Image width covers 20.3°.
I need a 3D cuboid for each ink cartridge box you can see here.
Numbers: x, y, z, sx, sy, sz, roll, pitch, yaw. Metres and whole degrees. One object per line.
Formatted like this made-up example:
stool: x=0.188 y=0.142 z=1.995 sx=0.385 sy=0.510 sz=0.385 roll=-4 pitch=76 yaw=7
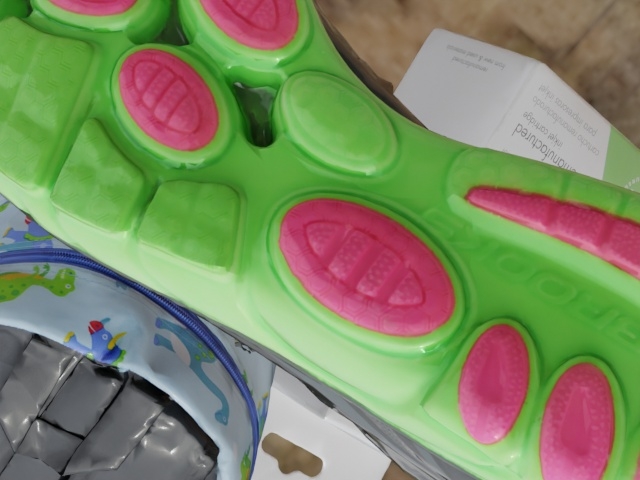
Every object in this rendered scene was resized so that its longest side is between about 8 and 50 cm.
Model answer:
ink cartridge box: x=0.084 y=0.054 z=1.278 sx=0.207 sy=0.353 sz=0.119 roll=33 pitch=177 yaw=-41

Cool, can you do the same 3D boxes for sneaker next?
sneaker: x=0.000 y=0.000 z=0.820 sx=0.483 sy=0.185 sz=0.202 roll=39 pitch=163 yaw=20

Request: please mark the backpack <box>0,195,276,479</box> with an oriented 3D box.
backpack: x=-0.176 y=0.121 z=1.077 sx=0.290 sy=0.273 sz=0.355 roll=32 pitch=143 yaw=-5
